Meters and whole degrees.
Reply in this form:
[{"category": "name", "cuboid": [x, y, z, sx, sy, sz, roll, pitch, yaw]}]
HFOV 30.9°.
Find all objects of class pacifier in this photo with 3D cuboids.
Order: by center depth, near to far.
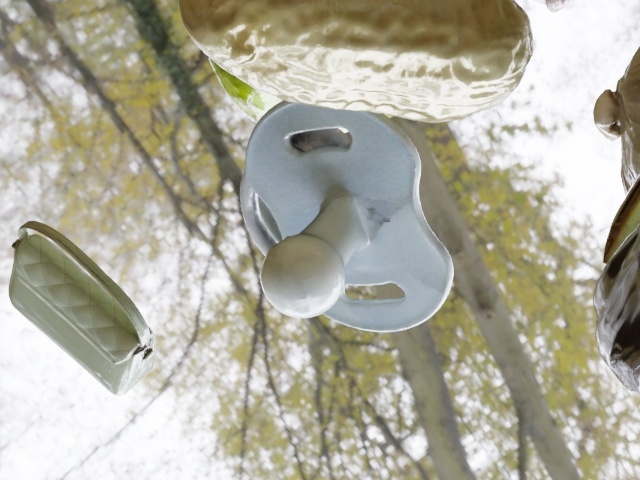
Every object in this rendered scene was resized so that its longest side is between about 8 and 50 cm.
[{"category": "pacifier", "cuboid": [0.000, 0.000, 1.236, 0.244, 0.299, 0.233, -8, -154, 27]}]

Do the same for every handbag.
[{"category": "handbag", "cuboid": [-0.323, 0.082, 1.584, 0.256, 0.219, 0.079, 39, -125, 11]}]

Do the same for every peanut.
[{"category": "peanut", "cuboid": [0.031, -0.185, 0.996, 0.313, 0.152, 0.152, 3, -146, -17]}]

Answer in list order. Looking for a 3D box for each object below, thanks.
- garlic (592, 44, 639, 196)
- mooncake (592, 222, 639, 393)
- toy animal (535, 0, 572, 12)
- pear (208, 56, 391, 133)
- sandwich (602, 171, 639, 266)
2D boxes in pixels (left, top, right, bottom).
[{"category": "garlic", "cuboid": [0.484, -0.131, 1.435, 0.322, 0.322, 0.241, -46, -143, -16]}, {"category": "mooncake", "cuboid": [0.380, -0.021, 0.907, 0.212, 0.381, 0.350, 23, -154, 2]}, {"category": "toy animal", "cuboid": [0.306, -0.396, 1.428, 0.124, 0.124, 0.212, -97, -153, -50]}, {"category": "pear", "cuboid": [0.011, -0.317, 1.577, 0.391, 0.391, 0.391, -20, -142, 17]}, {"category": "sandwich", "cuboid": [0.377, -0.062, 1.193, 0.090, 0.088, 0.244, 32, -82, 10]}]
